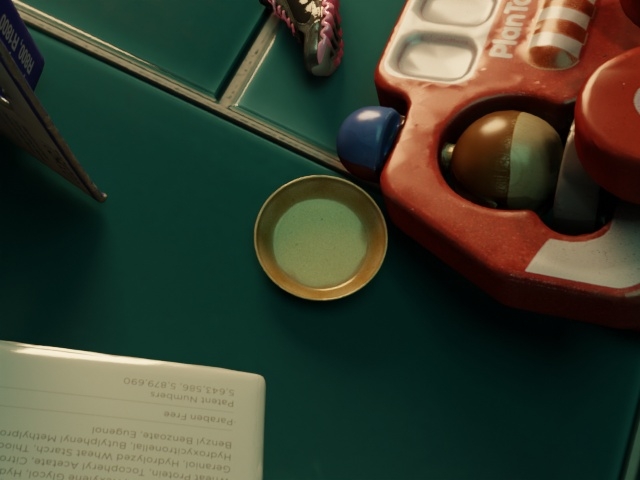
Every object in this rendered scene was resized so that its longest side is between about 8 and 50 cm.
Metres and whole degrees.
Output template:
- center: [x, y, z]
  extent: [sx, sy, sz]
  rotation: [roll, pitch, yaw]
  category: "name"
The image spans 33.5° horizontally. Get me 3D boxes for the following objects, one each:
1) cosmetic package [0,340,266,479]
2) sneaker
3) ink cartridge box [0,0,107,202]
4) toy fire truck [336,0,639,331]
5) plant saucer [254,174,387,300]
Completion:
- center: [-0.112, 0.164, 0.463]
  extent: [0.152, 0.151, 0.183]
  rotation: [9, 47, -10]
  category: "cosmetic package"
- center: [-0.015, -0.164, 0.751]
  extent: [0.057, 0.047, 0.119]
  rotation: [-7, 62, 7]
  category: "sneaker"
- center: [-0.247, -0.172, 0.529]
  extent: [0.330, 0.324, 0.071]
  rotation: [33, 78, 5]
  category: "ink cartridge box"
- center: [0.152, -0.087, 0.696]
  extent: [0.254, 0.169, 0.302]
  rotation: [11, 58, 22]
  category: "toy fire truck"
- center: [0.000, 0.000, 0.668]
  extent: [0.083, 0.015, 0.083]
  rotation: [1, 70, -2]
  category: "plant saucer"
